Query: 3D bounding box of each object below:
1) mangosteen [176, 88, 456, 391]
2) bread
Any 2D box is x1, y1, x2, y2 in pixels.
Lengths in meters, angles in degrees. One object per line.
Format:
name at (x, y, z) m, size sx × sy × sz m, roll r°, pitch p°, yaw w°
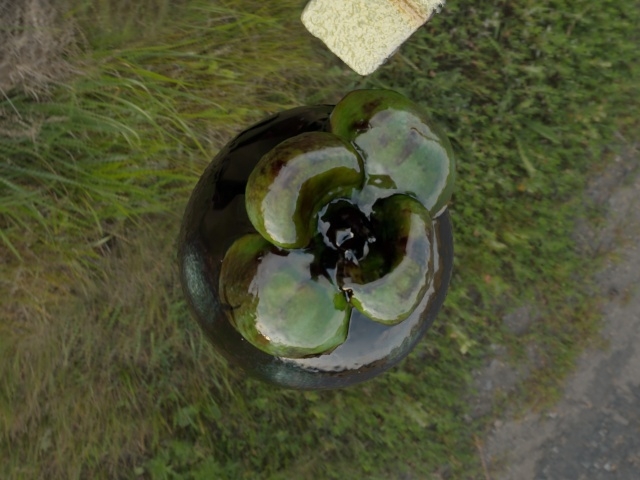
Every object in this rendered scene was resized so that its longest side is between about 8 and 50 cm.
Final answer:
mangosteen at (0.000, 0.000, 0.639) m, size 0.243 × 0.243 × 0.243 m, roll -8°, pitch 110°, yaw -22°
bread at (0.105, -0.351, 1.096) m, size 0.135 × 0.178 × 0.240 m, roll 41°, pitch 127°, yaw -10°
